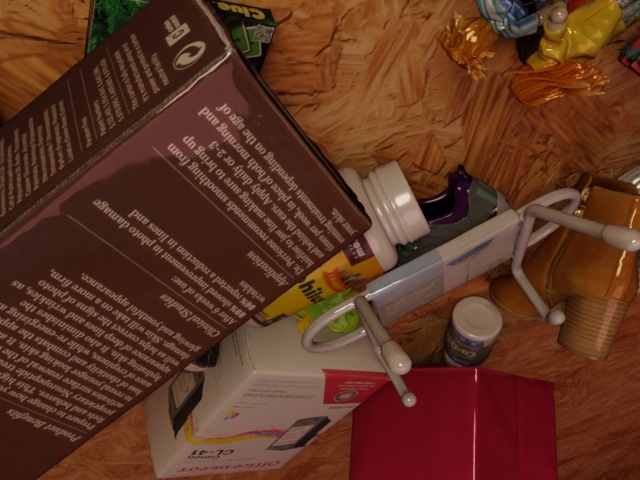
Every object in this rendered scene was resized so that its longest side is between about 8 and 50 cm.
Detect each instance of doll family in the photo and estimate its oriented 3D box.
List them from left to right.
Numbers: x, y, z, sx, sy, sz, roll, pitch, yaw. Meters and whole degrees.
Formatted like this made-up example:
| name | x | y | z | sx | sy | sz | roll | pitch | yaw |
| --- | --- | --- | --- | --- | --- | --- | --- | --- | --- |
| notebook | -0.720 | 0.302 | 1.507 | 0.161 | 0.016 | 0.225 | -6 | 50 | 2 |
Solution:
| name | x | y | z | sx | sy | sz | roll | pitch | yaw |
| --- | --- | --- | --- | --- | --- | --- | --- | --- | --- |
| doll family | 0.178 | -0.189 | 0.484 | 0.263 | 0.118 | 0.163 | 20 | 129 | -42 |

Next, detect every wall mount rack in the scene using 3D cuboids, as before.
| name | x | y | z | sx | sy | sz | roll | pitch | yaw |
| --- | --- | --- | --- | --- | --- | --- | --- | --- | --- |
| wall mount rack | 0.149 | 0.057 | 0.626 | 0.350 | 0.130 | 0.304 | -29 | 155 | -2 |

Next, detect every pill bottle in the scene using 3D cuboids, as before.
| name | x | y | z | sx | sy | sz | roll | pitch | yaw |
| --- | --- | --- | --- | --- | --- | --- | --- | --- | --- |
| pill bottle | 0.000 | 0.000 | 0.655 | 0.215 | 0.117 | 0.117 | -26 | 144 | 9 |
| pill bottle | 0.242 | 0.157 | 1.013 | 0.078 | 0.078 | 0.137 | -13 | 144 | -9 |

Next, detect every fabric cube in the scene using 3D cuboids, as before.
| name | x | y | z | sx | sy | sz | roll | pitch | yaw |
| --- | --- | --- | --- | --- | --- | --- | --- | --- | --- |
| fabric cube | 0.221 | 0.354 | 1.040 | 0.259 | 0.258 | 0.254 | 18 | 158 | -40 |

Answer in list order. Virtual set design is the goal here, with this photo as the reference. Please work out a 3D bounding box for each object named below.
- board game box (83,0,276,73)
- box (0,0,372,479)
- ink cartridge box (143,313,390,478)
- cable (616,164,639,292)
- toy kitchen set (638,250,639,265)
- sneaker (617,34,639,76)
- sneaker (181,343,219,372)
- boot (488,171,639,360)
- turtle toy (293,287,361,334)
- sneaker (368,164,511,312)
| name | x | y | z | sx | sy | sz | roll | pitch | yaw |
| --- | --- | --- | --- | --- | --- | --- | --- | --- | --- |
| board game box | -0.141 | -0.092 | 0.544 | 0.136 | 0.030 | 0.260 | 3 | 139 | -25 |
| box | -0.175 | 0.017 | 0.468 | 0.381 | 0.143 | 0.191 | -38 | 135 | 5 |
| ink cartridge box | -0.084 | 0.213 | 0.891 | 0.226 | 0.131 | 0.306 | 10 | 134 | -35 |
| cable | 0.485 | -0.023 | 0.878 | 0.257 | 0.089 | 0.257 | -6 | 141 | -19 |
| toy kitchen set | 0.416 | -0.080 | 0.696 | 0.166 | 0.122 | 0.207 | 34 | 87 | -23 |
| sneaker | 0.326 | -0.174 | 0.513 | 0.104 | 0.262 | 0.125 | 30 | 116 | -2 |
| sneaker | -0.231 | 0.077 | 0.682 | 0.122 | 0.110 | 0.283 | -28 | 136 | 27 |
| boot | 0.325 | 0.014 | 0.823 | 0.104 | 0.295 | 0.211 | 12 | 98 | -8 |
| turtle toy | 0.008 | 0.071 | 0.786 | 0.095 | 0.066 | 0.130 | -27 | 116 | 13 |
| sneaker | 0.118 | 0.000 | 0.766 | 0.098 | 0.083 | 0.224 | 32 | 115 | -27 |
